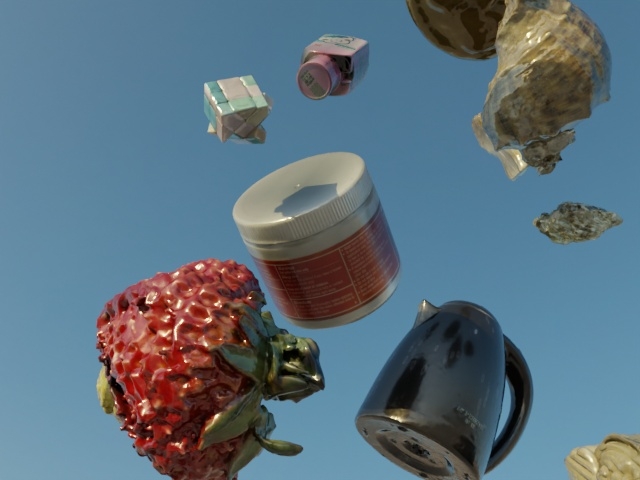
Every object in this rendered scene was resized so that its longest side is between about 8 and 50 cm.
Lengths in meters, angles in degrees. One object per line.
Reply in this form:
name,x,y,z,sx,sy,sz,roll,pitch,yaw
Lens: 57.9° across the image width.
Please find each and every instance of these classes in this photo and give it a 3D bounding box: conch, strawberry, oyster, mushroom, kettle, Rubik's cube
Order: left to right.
strawberry,-0.130,0.101,0.494,0.286,0.188,0.106,-2,-19,44
Rubik's cube,-0.099,-0.151,0.706,0.084,0.075,0.073,-2,-37,-14
kettle,0.233,0.249,0.968,0.268,0.290,0.207,39,-33,-7
mushroom,0.346,-0.182,1.102,0.054,0.202,0.059,-2,-51,-12
conch,0.326,-0.238,0.807,0.158,0.210,0.292,15,-62,37
oyster,0.375,-0.028,0.851,0.098,0.100,0.037,36,-34,37

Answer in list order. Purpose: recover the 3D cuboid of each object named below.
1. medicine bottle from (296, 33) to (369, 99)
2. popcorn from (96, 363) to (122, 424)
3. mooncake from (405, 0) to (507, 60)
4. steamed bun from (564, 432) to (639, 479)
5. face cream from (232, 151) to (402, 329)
medicine bottle,0.023,-0.368,1.235,0.119,0.188,0.095,15,-52,17
popcorn,-0.190,0.163,0.753,0.173,0.195,0.168,4,-34,48
mooncake,0.259,-0.435,1.010,0.234,0.117,0.235,6,-41,6
steamed bun,0.416,0.339,0.720,0.144,0.211,0.218,-9,-93,-8
face cream,0.000,0.000,0.836,0.200,0.201,0.187,-12,-61,20
